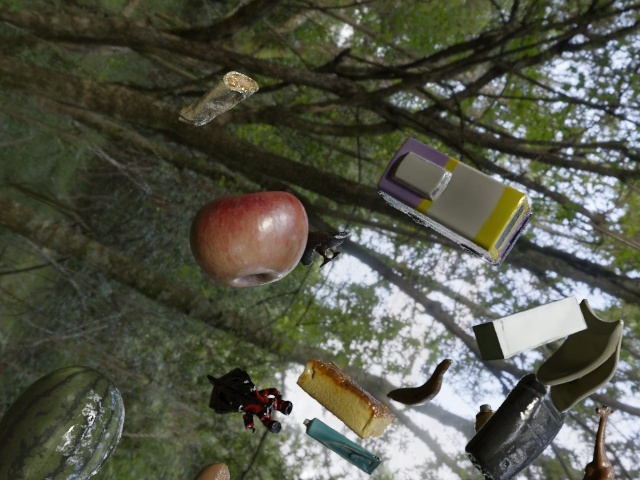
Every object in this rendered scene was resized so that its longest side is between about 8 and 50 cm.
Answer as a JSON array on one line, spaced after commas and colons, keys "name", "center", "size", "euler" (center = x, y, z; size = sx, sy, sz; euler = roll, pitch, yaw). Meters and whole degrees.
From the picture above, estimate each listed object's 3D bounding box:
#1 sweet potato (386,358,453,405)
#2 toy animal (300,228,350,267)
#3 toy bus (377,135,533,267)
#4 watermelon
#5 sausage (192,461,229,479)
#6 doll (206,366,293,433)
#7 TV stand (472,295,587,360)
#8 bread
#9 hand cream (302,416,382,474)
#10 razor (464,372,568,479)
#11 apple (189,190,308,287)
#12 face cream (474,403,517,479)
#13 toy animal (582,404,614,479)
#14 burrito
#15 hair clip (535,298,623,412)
[{"name": "sweet potato", "center": [0.385, 0.568, 2.127], "size": [0.346, 0.079, 0.108], "euler": [-42, -121, 32]}, {"name": "toy animal", "center": [-0.006, -0.003, 1.931], "size": [0.218, 0.179, 0.116], "euler": [-36, 150, -30]}, {"name": "toy bus", "center": [0.393, -0.128, 1.701], "size": [0.209, 0.440, 0.249], "euler": [-56, 152, 1]}, {"name": "watermelon", "center": [-0.659, 0.490, 1.393], "size": [0.359, 0.279, 0.279], "euler": [-57, -176, -16]}, {"name": "sausage", "center": [-0.383, 0.840, 1.784], "size": [0.123, 0.123, 0.253], "euler": [-62, 177, 30]}, {"name": "doll", "center": [-0.193, 0.408, 1.425], "size": [0.127, 0.248, 0.088], "euler": [-33, 133, -56]}, {"name": "TV stand", "center": [0.494, 0.205, 1.309], "size": [0.083, 0.269, 0.088], "euler": [-37, -114, 63]}, {"name": "bread", "center": [0.080, 0.476, 1.685], "size": [0.114, 0.274, 0.185], "euler": [-56, 151, 0]}, {"name": "hand cream", "center": [0.051, 0.534, 1.456], "size": [0.048, 0.224, 0.083], "euler": [-51, 169, -53]}, {"name": "razor", "center": [0.607, 0.586, 1.709], "size": [0.349, 0.204, 0.113], "euler": [-45, -166, -13]}, {"name": "apple", "center": [-0.203, 0.002, 1.609], "size": [0.345, 0.344, 0.270], "euler": [-169, -107, -84]}, {"name": "face cream", "center": [0.589, 0.714, 1.878], "size": [0.349, 0.105, 0.105], "euler": [-88, -158, -49]}, {"name": "toy animal", "center": [0.664, 0.539, 1.334], "size": [0.229, 0.224, 0.066], "euler": [-43, -158, -24]}, {"name": "burrito", "center": [-0.268, -0.349, 1.403], "size": [0.226, 0.087, 0.060], "euler": [-25, -120, 28]}, {"name": "hair clip", "center": [0.676, 0.312, 1.448], "size": [0.282, 0.113, 0.172], "euler": [-53, -167, 6]}]
